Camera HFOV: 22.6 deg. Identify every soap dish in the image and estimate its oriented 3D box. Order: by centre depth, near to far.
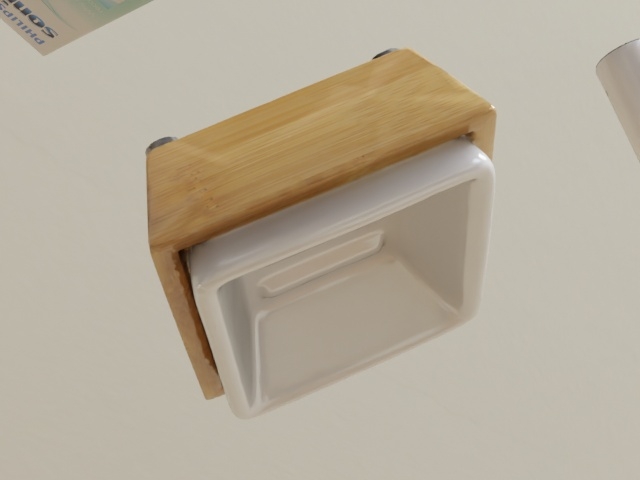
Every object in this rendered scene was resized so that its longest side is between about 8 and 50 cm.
[{"bbox_3d":[0.000,0.000,1.102,0.229,0.291,0.118,-23,-113,-7],"label":"soap dish"}]

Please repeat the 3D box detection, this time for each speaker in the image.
[{"bbox_3d":[0.259,-0.083,1.209,0.055,0.055,0.136,-23,-108,5],"label":"speaker"}]

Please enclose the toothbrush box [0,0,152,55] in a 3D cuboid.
[{"bbox_3d":[-0.123,-0.286,1.176,0.296,0.126,0.216,-16,-140,48],"label":"toothbrush box"}]
